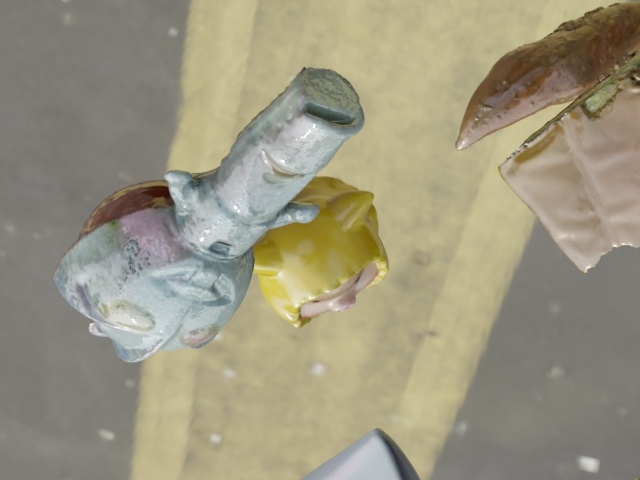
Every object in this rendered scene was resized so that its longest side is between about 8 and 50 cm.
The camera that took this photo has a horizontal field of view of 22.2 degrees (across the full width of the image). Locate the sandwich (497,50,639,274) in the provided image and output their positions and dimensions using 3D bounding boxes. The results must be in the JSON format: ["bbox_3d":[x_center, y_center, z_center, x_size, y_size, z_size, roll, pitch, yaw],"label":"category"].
[{"bbox_3d":[0.336,-0.084,1.769,0.186,0.108,0.220,49,125,-1],"label":"sandwich"}]

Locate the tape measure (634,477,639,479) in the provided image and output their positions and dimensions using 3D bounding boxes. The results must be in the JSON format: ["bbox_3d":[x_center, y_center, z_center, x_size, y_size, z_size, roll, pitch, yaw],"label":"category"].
[{"bbox_3d":[0.306,0.251,1.311,0.177,0.087,0.154,44,110,8],"label":"tape measure"}]

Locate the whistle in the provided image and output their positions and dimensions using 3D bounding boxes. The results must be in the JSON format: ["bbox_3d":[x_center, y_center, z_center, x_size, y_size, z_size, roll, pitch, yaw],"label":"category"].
[{"bbox_3d":[-0.089,-0.012,1.242,0.142,0.134,0.346,35,131,-13],"label":"whistle"}]

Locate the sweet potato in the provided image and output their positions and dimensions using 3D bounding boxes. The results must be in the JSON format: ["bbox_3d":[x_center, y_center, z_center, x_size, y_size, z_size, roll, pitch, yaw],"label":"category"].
[{"bbox_3d":[0.311,-0.222,1.999,0.095,0.354,0.106,50,159,25],"label":"sweet potato"}]

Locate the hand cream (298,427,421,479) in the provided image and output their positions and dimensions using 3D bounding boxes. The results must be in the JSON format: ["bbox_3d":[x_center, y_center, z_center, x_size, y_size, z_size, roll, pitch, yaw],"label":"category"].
[{"bbox_3d":[-0.028,0.200,1.021,0.255,0.048,0.079,-35,79,37],"label":"hand cream"}]

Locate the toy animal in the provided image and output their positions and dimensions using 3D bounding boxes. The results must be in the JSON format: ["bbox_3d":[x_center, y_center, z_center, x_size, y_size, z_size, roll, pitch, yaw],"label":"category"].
[{"bbox_3d":[-0.004,0.003,1.680,0.156,0.156,0.230,21,-177,-2],"label":"toy animal"}]
